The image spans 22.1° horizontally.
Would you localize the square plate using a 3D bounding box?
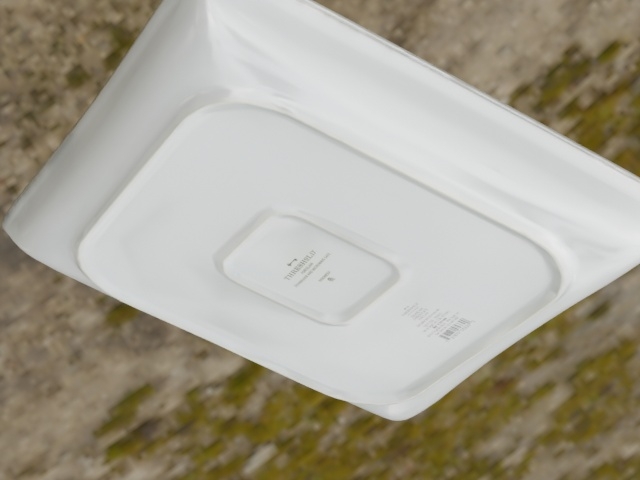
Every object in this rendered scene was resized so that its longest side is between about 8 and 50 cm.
[{"bbox_3d":[0.000,0.000,1.052,0.344,0.049,0.347,27,144,-17],"label":"square plate"}]
